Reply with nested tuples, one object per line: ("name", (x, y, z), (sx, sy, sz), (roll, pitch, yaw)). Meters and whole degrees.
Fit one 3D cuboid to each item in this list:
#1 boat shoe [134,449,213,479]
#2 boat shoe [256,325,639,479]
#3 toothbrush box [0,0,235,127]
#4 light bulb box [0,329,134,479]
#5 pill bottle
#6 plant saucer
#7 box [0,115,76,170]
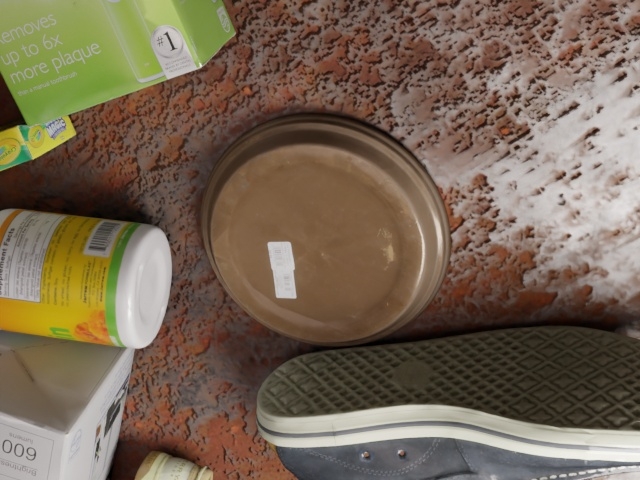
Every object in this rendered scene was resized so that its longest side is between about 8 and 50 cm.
("boat shoe", (-0.183, 0.396, 1.530), (0.089, 0.104, 0.285), (9, 117, 13))
("boat shoe", (0.176, 0.201, 1.305), (0.500, 0.187, 0.156), (-6, 119, 22))
("toothbrush box", (-0.240, -0.281, 1.203), (0.206, 0.122, 0.283), (-15, 109, 20))
("light bulb box", (-0.439, 0.254, 1.458), (0.358, 0.225, 0.361), (17, 118, 5))
("pill bottle", (-0.300, 0.037, 1.365), (0.246, 0.136, 0.136), (7, 117, 11))
("plant saucer", (0.000, 0.000, 1.326), (0.278, 0.041, 0.277), (6, 118, 12))
("box", (-0.344, -0.099, 1.327), (0.179, 0.105, 0.043), (-19, 103, 22))
